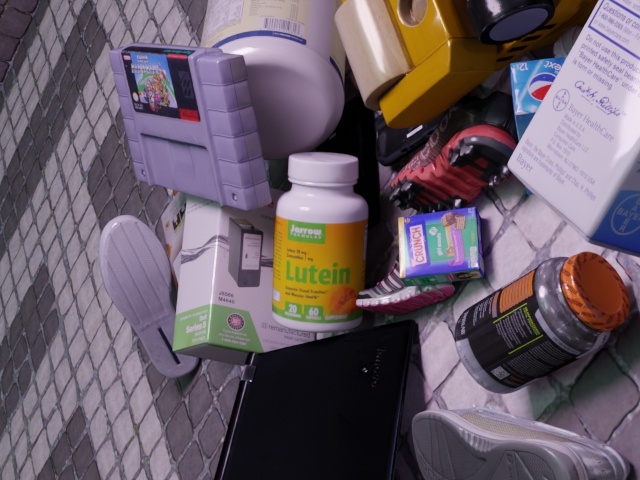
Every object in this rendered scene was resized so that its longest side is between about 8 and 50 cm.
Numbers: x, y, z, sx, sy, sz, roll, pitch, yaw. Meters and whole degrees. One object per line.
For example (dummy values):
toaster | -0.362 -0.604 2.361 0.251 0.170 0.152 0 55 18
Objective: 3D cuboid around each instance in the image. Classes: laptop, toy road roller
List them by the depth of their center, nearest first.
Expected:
toy road roller | 0.200 -0.295 1.457 0.329 0.240 0.203 -35 67 46
laptop | -0.032 0.357 1.647 0.408 0.236 0.382 99 -176 -45

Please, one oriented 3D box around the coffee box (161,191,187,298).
coffee box | -0.177 0.035 2.000 0.098 0.141 0.246 -50 40 33

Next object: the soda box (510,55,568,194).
soda box | 0.264 -0.129 1.347 0.071 0.210 0.067 -6 67 11

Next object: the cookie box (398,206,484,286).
cookie box | 0.160 0.009 1.547 0.107 0.040 0.092 -8 64 17

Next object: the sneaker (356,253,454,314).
sneaker | 0.117 0.056 1.625 0.170 0.063 0.075 -22 60 46

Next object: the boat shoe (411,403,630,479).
boat shoe | 0.219 0.257 1.375 0.320 0.103 0.118 -7 91 61

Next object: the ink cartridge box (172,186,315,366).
ink cartridge box | -0.112 0.054 1.840 0.114 0.198 0.273 -19 62 51

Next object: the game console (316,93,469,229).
game console | 0.101 -0.142 1.743 0.361 0.044 0.213 -32 52 49

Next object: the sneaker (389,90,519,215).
sneaker | 0.186 -0.116 1.561 0.276 0.097 0.135 -36 28 61

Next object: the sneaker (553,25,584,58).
sneaker | 0.361 -0.190 1.331 0.111 0.103 0.252 -48 37 14

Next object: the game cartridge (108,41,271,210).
game cartridge | -0.207 -0.179 1.751 0.355 0.068 0.230 16 126 54

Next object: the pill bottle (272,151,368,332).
pill bottle | 0.000 0.000 1.696 0.136 0.136 0.246 21 113 57

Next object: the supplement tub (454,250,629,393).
supplement tub | 0.256 0.094 1.349 0.190 0.117 0.117 -37 49 44

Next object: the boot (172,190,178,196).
boot | -0.203 -0.194 2.184 0.283 0.109 0.220 -68 29 25

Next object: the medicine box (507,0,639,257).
medicine box | 0.375 -0.129 1.123 0.289 0.263 0.149 -62 36 20

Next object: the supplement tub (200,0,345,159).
supplement tub | -0.074 -0.316 1.867 0.235 0.235 0.325 -43 31 39

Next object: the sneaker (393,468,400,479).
sneaker | 0.087 0.410 1.499 0.108 0.100 0.271 -47 42 29

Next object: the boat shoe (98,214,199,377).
boat shoe | -0.316 0.094 2.076 0.119 0.121 0.335 -131 22 -58
